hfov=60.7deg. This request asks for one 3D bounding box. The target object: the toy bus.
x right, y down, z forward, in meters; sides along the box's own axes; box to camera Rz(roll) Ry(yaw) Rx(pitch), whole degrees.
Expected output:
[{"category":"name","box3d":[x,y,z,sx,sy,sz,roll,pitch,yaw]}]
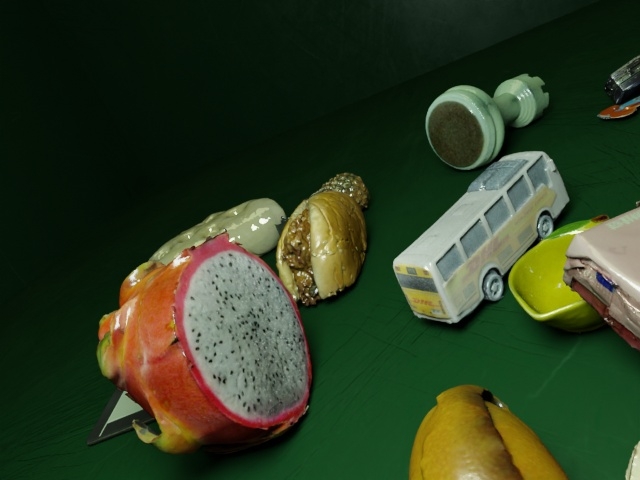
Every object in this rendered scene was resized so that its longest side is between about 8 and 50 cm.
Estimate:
[{"category":"toy bus","box3d":[0.257,-0.012,0.851,0.342,0.138,0.097,-40,22,-28]}]

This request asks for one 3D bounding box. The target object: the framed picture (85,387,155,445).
[{"category":"framed picture","box3d":[-0.291,0.241,1.090,0.264,0.016,0.347,-23,20,9]}]

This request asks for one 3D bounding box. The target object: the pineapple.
[{"category":"pineapple","box3d":[0.001,-0.065,1.330,0.251,0.125,0.125,-35,22,-23]}]

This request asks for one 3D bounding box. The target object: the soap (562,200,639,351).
[{"category":"soap","box3d":[0.403,0.026,0.544,0.273,0.098,0.218,-21,47,-11]}]

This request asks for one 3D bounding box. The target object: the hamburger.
[{"category":"hamburger","box3d":[0.000,0.000,1.109,0.155,0.245,0.283,-14,67,20]}]

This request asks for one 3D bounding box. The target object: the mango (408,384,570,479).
[{"category":"mango","box3d":[0.137,0.214,0.425,0.136,0.167,0.236,-19,22,7]}]

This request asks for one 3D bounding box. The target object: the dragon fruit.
[{"category":"dragon fruit","box3d":[-0.178,0.159,0.789,0.225,0.306,0.305,-26,19,24]}]

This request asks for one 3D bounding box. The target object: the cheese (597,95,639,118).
[{"category":"cheese","box3d":[0.722,-0.319,1.164,0.256,0.037,0.106,-27,18,4]}]

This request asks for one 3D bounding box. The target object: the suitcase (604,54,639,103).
[{"category":"suitcase","box3d":[0.697,-0.362,1.208,0.126,0.059,0.086,-35,-18,12]}]

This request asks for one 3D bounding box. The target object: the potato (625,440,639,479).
[{"category":"potato","box3d":[0.324,0.191,0.372,0.200,0.081,0.164,-10,34,44]}]

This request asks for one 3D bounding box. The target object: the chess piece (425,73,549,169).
[{"category":"chess piece","box3d":[0.420,-0.305,1.321,0.298,0.195,0.194,-28,18,-30]}]

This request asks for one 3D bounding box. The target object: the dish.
[{"category":"dish","box3d":[0.327,0.055,0.689,0.207,0.080,0.148,-41,25,-29]}]

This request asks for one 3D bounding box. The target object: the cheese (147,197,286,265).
[{"category":"cheese","box3d":[-0.279,0.024,1.432,0.350,0.130,0.328,-9,25,44]}]
